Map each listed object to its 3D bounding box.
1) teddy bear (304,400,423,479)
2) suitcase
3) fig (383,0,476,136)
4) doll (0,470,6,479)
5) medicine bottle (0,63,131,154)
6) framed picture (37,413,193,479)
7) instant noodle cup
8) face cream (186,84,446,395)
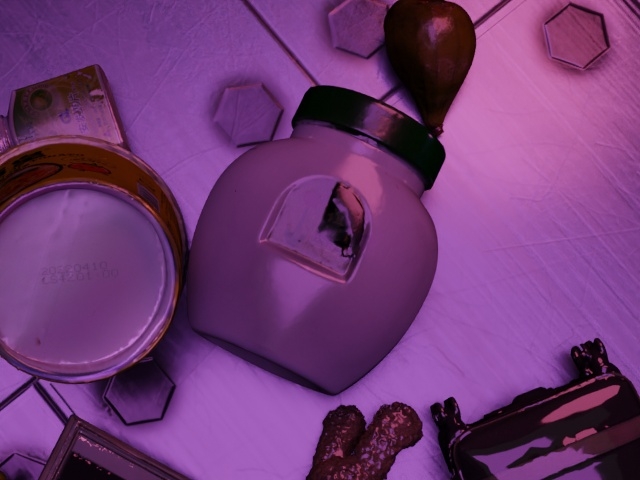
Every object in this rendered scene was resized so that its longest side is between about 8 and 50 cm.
[{"bbox_3d":[0.034,0.331,1.730,0.182,0.129,0.251,1,84,37],"label":"teddy bear"},{"bbox_3d":[0.338,0.365,1.696,0.283,0.194,0.433,-22,83,-3],"label":"suitcase"},{"bbox_3d":[0.161,-0.252,1.850,0.133,0.185,0.126,9,46,37],"label":"fig"},{"bbox_3d":[-0.340,0.452,1.691,0.346,0.099,0.341,28,70,-11],"label":"doll"},{"bbox_3d":[-0.369,-0.149,1.826,0.189,0.088,0.132,-19,83,-4],"label":"medicine bottle"},{"bbox_3d":[-0.238,0.385,1.688,0.293,0.018,0.231,32,59,-16],"label":"framed picture"},{"bbox_3d":[-0.310,0.034,1.669,0.326,0.254,0.325,-2,98,-13],"label":"instant noodle cup"},{"bbox_3d":[0.000,0.000,1.738,0.312,0.219,0.357,24,78,5],"label":"face cream"}]
